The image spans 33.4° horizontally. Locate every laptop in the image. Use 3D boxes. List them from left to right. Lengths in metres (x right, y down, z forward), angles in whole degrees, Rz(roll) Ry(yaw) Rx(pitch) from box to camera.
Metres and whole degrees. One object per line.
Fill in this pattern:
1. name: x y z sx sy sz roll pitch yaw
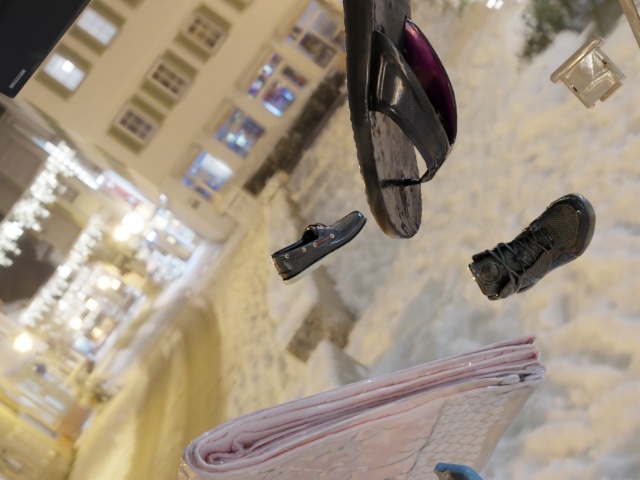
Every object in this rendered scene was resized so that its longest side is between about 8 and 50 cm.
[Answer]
1. laptop: -0.445 -0.350 1.401 0.234 0.264 0.136 -52 20 2

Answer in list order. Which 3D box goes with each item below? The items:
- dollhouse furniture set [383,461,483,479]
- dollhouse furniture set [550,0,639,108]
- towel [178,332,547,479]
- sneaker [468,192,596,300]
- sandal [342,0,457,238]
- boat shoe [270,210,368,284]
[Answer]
1. dollhouse furniture set: 0.142 0.193 0.635 0.129 0.184 0.129 -45 18 -29
2. dollhouse furniture set: 0.288 -0.213 1.021 0.161 0.101 0.182 -43 -9 19
3. towel: 0.022 0.213 0.968 0.317 0.053 0.332 -13 -30 -17
4. sneaker: 0.304 0.020 1.564 0.130 0.087 0.227 -21 -17 -40
5. sandal: 0.105 -0.200 1.327 0.167 0.107 0.446 -48 -44 -56
6. boat shoe: 0.001 0.000 1.239 0.133 0.042 0.049 -34 14 -25
